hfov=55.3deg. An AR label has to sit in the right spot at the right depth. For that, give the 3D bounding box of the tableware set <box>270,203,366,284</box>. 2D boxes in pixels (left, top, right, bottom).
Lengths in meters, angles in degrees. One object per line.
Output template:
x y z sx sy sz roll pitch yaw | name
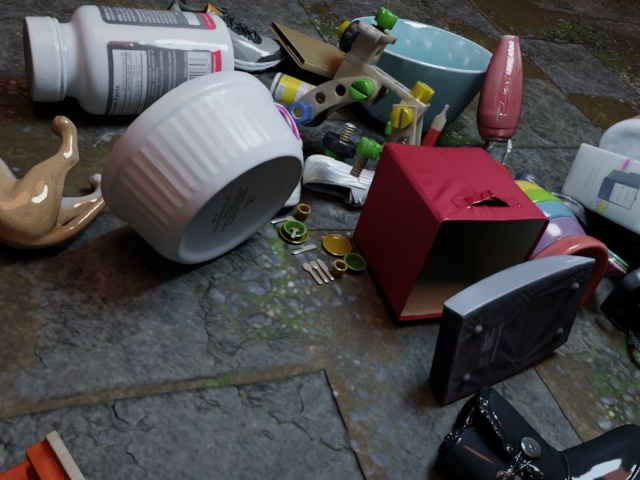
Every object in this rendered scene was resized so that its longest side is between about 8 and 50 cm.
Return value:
0.000 0.000 0.961 0.104 0.024 0.154 -15 52 -34 | tableware set

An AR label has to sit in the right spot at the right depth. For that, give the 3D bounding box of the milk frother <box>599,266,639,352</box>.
0.545 0.111 0.980 0.129 0.135 0.143 -19 55 -35 | milk frother

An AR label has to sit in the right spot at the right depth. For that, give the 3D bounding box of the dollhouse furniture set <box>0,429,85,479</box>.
-0.313 0.265 0.464 0.259 0.135 0.262 -24 58 -39 | dollhouse furniture set

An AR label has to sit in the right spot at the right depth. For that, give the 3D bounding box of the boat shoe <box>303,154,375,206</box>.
0.057 -0.091 1.059 0.184 0.066 0.063 20 67 -16 | boat shoe

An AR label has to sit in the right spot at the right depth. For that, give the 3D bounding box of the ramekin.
-0.142 -0.084 0.823 0.272 0.273 0.127 -29 72 -41 | ramekin

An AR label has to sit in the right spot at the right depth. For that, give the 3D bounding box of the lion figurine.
-0.449 -0.077 0.778 0.392 0.142 0.240 19 48 -8 | lion figurine

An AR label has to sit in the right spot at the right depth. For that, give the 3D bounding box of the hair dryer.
0.336 -0.254 1.187 0.080 0.294 0.224 6 45 5 | hair dryer

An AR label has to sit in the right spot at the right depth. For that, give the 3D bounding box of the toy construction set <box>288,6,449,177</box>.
0.127 -0.252 1.060 0.308 0.237 0.257 4 30 -48 | toy construction set

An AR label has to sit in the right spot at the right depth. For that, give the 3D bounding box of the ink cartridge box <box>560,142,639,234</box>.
0.623 -0.064 1.101 0.207 0.119 0.353 16 16 -13 | ink cartridge box

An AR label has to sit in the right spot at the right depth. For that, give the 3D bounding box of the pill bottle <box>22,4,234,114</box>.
-0.323 -0.303 1.038 0.318 0.176 0.176 -7 48 -29 | pill bottle

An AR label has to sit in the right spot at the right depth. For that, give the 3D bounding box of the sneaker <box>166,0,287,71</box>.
-0.195 -0.429 1.279 0.271 0.108 0.100 7 40 -19 | sneaker

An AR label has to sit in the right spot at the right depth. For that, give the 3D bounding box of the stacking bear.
0.325 -0.028 1.034 0.175 0.164 0.289 -4 43 -26 | stacking bear

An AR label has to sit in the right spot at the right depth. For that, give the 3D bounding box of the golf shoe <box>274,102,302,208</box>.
-0.091 -0.193 1.045 0.115 0.140 0.306 -3 45 -24 | golf shoe

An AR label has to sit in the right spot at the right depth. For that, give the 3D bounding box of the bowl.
0.195 -0.338 1.278 0.311 0.163 0.312 10 33 -6 | bowl

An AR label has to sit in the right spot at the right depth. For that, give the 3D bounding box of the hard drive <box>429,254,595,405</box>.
0.260 0.112 0.840 0.254 0.172 0.054 -17 37 -28 | hard drive

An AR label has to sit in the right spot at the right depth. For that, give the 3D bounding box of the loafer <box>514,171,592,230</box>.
0.445 -0.064 1.196 0.170 0.062 0.061 33 66 16 | loafer

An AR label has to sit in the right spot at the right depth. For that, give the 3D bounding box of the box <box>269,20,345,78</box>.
-0.001 -0.407 1.353 0.201 0.021 0.164 5 41 -44 | box

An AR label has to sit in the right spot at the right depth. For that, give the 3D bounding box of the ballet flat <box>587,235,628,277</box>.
0.451 0.018 1.072 0.077 0.079 0.221 40 16 -23 | ballet flat

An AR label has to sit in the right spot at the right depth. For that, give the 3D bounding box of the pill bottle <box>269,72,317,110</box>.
-0.041 -0.284 1.218 0.116 0.065 0.065 22 41 0 | pill bottle

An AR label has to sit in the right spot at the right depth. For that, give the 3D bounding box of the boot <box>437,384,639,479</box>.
0.281 0.251 0.752 0.207 0.094 0.246 43 52 18 | boot

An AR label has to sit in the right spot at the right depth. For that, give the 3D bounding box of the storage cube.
0.185 -0.019 0.919 0.183 0.215 0.193 -1 40 -23 | storage cube

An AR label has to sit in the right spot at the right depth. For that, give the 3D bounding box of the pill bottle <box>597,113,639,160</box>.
0.773 -0.221 1.410 0.278 0.162 0.162 -21 56 -38 | pill bottle
